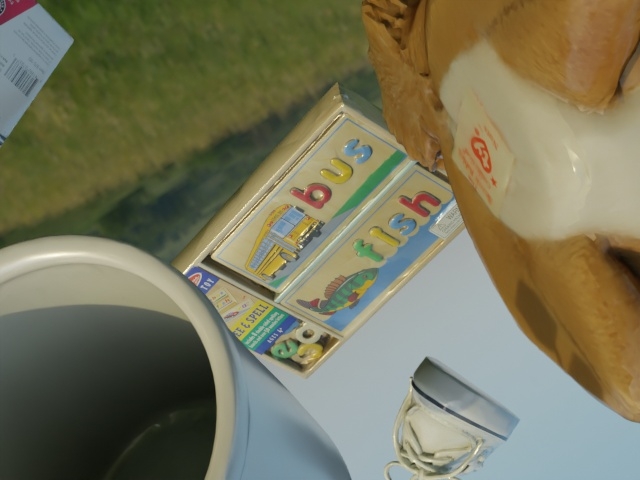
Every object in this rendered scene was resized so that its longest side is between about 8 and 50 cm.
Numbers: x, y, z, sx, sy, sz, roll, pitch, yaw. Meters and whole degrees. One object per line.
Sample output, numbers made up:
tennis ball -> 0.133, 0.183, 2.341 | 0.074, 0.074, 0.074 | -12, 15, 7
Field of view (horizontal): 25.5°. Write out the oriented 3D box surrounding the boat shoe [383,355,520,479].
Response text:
boat shoe -> 0.145, 0.244, 1.711 | 0.156, 0.135, 0.367 | -56, 168, -4

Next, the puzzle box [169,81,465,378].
puzzle box -> 0.000, 0.000, 1.899 | 0.409, 0.272, 0.052 | -46, -150, 27

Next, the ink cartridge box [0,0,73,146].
ink cartridge box -> -0.252, -0.111, 0.951 | 0.150, 0.063, 0.109 | -57, 150, -10

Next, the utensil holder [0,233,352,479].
utensil holder -> -0.159, 0.215, 1.236 | 0.327, 0.328, 0.385 | -32, 151, 4

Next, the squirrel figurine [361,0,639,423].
squirrel figurine -> 0.242, -0.126, 0.867 | 0.370, 0.281, 0.397 | -22, -157, -16
